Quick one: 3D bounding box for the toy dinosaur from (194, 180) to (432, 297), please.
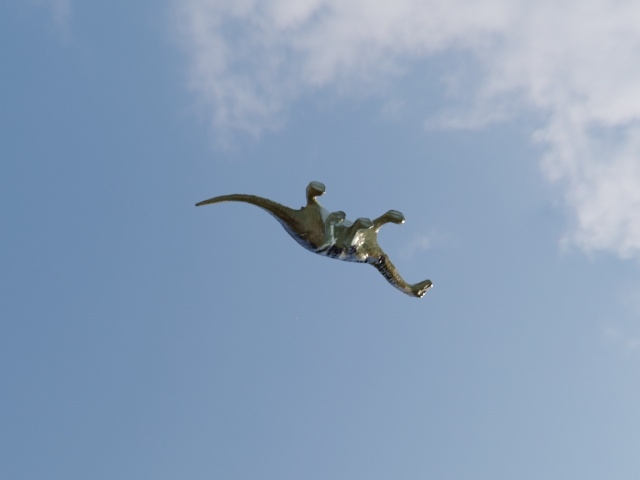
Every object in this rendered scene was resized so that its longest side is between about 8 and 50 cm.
[{"bbox_3d":[0.008,-0.010,0.741,0.180,0.037,0.058,27,-63,-13],"label":"toy dinosaur"}]
